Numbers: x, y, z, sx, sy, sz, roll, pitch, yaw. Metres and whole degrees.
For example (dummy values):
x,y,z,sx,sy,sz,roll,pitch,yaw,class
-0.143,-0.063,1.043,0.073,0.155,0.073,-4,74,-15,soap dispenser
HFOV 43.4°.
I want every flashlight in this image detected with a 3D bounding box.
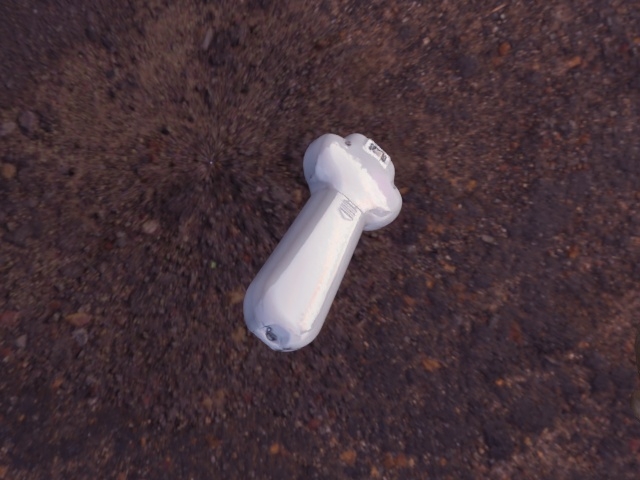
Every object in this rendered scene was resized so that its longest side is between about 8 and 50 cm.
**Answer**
x,y,z,sx,sy,sz,roll,pitch,yaw,class
0.000,0.000,0.625,0.093,0.047,0.200,40,55,-18,flashlight

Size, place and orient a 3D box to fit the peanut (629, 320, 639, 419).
x,y,z,sx,sy,sz,roll,pitch,yaw,class
0.314,0.056,0.611,0.228,0.104,0.086,-40,134,-11,peanut
